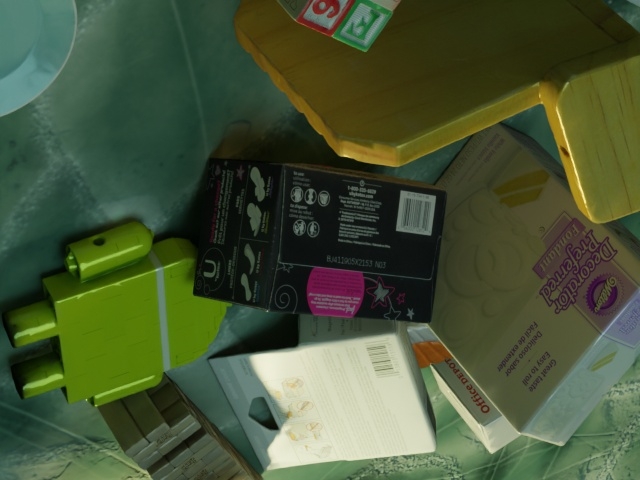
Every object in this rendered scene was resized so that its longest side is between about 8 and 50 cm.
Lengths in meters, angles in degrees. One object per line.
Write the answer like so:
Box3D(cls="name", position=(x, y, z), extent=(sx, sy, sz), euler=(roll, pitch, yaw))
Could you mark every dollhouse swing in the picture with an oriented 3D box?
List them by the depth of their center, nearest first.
Box3D(cls="dollhouse swing", position=(0.132, -0.145, 1.622), extent=(0.305, 0.347, 0.315), euler=(-35, 140, -6))

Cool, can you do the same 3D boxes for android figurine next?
Box3D(cls="android figurine", position=(-0.220, 0.086, 1.799), extent=(0.272, 0.056, 0.248), euler=(-21, 136, -20))

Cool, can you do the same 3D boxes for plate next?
Box3D(cls="plate", position=(-0.318, -0.194, 1.493), extent=(0.188, 0.024, 0.188), euler=(-21, 136, -21))

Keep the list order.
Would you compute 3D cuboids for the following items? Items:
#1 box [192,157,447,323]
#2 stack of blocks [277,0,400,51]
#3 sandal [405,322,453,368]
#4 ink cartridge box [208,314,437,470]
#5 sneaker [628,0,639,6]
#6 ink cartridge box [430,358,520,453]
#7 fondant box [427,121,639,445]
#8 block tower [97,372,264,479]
Box3D(cls="box", position=(0.000, 0.000, 1.781), extent=(0.247, 0.142, 0.163), euler=(7, 90, -41))
Box3D(cls="stack of blocks", position=(-0.011, -0.319, 1.394), extent=(0.087, 0.297, 0.171), euler=(18, 114, -42))
Box3D(cls="sandal", position=(0.165, 0.103, 2.081), extent=(0.265, 0.076, 0.102), euler=(-12, 144, -9))
Box3D(cls="ink cartridge box", position=(0.009, 0.191, 2.048), extent=(0.238, 0.060, 0.275), euler=(-7, 140, 11))
Box3D(cls="sneaker", position=(0.444, -0.332, 1.878), extent=(0.282, 0.102, 0.161), euler=(16, 113, -44))
Box3D(cls="ink cartridge box", position=(0.267, 0.177, 2.180), extent=(0.190, 0.140, 0.082), euler=(-32, 141, -7))
Box3D(cls="fondant box", position=(0.242, 0.043, 1.891), extent=(0.096, 0.330, 0.238), euler=(21, 112, -46))
Box3D(cls="block tower", position=(-0.152, 0.284, 2.003), extent=(0.091, 0.097, 0.335), euler=(-37, 141, -1))
